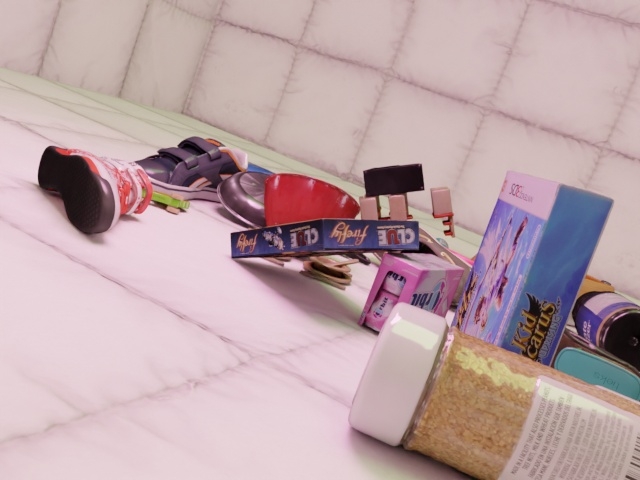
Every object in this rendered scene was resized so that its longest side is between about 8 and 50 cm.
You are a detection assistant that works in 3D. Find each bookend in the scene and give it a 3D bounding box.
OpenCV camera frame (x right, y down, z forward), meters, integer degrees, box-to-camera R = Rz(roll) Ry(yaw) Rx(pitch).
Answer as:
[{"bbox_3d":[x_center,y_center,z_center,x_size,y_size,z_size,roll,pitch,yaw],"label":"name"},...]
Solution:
[{"bbox_3d":[0.208,-0.167,1.932,0.156,0.072,0.157,-6,7,15],"label":"bookend"}]

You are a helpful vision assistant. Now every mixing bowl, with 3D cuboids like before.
[{"bbox_3d":[-0.029,-0.036,1.282,0.182,0.098,0.181,16,-17,5],"label":"mixing bowl"}]

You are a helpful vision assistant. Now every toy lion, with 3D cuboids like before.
[{"bbox_3d":[-0.283,-0.076,1.280,0.100,0.034,0.096,18,3,-13],"label":"toy lion"}]

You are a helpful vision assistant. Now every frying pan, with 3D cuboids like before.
[{"bbox_3d":[-0.062,-0.043,1.411,0.326,0.053,0.197,37,30,21],"label":"frying pan"}]

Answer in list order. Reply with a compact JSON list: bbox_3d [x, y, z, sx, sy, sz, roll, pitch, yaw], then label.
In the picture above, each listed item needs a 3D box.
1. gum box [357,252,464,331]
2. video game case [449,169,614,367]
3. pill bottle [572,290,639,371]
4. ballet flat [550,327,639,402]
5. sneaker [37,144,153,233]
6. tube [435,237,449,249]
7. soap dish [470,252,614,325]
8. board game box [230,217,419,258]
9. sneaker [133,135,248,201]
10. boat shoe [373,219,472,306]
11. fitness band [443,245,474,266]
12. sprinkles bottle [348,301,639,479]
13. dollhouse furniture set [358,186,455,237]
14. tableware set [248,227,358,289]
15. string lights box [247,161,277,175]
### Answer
[{"bbox_3d":[0.132,0.078,1.029,0.062,0.107,0.188,25,10,28],"label":"gum box"},{"bbox_3d":[0.214,0.060,0.806,0.061,0.269,0.244,18,9,1],"label":"video game case"},{"bbox_3d":[0.575,0.169,1.407,0.123,0.122,0.219,20,9,-1],"label":"pill bottle"},{"bbox_3d":[0.344,0.166,1.068,0.280,0.095,0.096,34,4,18],"label":"ballet flat"},{"bbox_3d":[-0.298,-0.072,1.029,0.145,0.090,0.270,10,11,-38],"label":"sneaker"},{"bbox_3d":[0.299,0.036,1.815,0.080,0.052,0.207,12,12,8],"label":"tube"},{"bbox_3d":[0.523,0.103,1.684,0.291,0.118,0.229,14,11,-26],"label":"soap dish"},{"bbox_3d":[0.000,0.000,1.032,0.165,0.042,0.243,0,-3,-35],"label":"board game box"},{"bbox_3d":[-0.267,-0.153,1.458,0.126,0.127,0.321,27,13,26],"label":"sneaker"},{"bbox_3d":[0.182,0.032,1.395,0.091,0.109,0.305,18,12,-46],"label":"boat shoe"},{"bbox_3d":[0.281,0.053,1.510,0.291,0.054,0.209,28,-2,43],"label":"fitness band"},{"bbox_3d":[0.206,0.173,0.608,0.356,0.121,0.121,22,10,9],"label":"sprinkles bottle"},{"bbox_3d":[0.229,-0.065,1.950,0.259,0.135,0.262,-6,7,7],"label":"dollhouse furniture set"},{"bbox_3d":[-0.034,0.021,1.209,0.194,0.039,0.128,21,9,4],"label":"tableware set"},{"bbox_3d":[-0.142,-0.131,1.732,0.260,0.076,0.133,26,12,32],"label":"string lights box"}]
